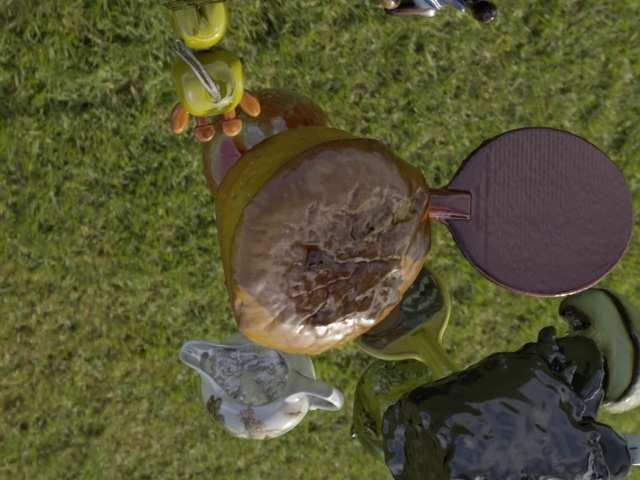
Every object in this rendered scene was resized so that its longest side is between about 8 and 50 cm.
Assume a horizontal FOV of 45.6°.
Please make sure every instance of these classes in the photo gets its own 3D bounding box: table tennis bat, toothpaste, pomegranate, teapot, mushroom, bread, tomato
[{"bbox_3d":[0.181,0.175,1.507,0.224,0.369,0.054,-33,151,-6],"label":"table tennis bat"},{"bbox_3d":[0.540,0.311,1.113,0.218,0.052,0.033,8,138,-12],"label":"toothpaste"},{"bbox_3d":[0.225,0.353,1.591,0.340,0.260,0.260,-6,131,10],"label":"pomegranate"},{"bbox_3d":[0.292,-0.048,1.181,0.414,0.051,0.268,3,85,-8],"label":"table tennis bat"},{"bbox_3d":[-0.101,0.251,1.357,0.298,0.204,0.139,9,150,9],"label":"teapot"},{"bbox_3d":[0.644,0.230,1.651,0.164,0.267,0.189,16,124,-32],"label":"mushroom"},{"bbox_3d":[0.001,-0.005,0.980,0.312,0.172,0.312,-17,128,-24],"label":"bread"},{"bbox_3d":[-0.080,-0.158,1.452,0.222,0.270,0.270,-38,149,-49],"label":"tomato"}]

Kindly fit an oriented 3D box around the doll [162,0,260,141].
[{"bbox_3d":[-0.168,-0.257,1.151,0.143,0.135,0.221,-14,119,-16],"label":"doll"}]

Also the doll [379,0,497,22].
[{"bbox_3d":[0.168,-0.436,1.170,0.318,0.209,0.339,-22,168,36],"label":"doll"}]

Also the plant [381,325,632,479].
[{"bbox_3d":[0.225,0.236,0.923,0.276,0.199,0.188,-12,153,-20],"label":"plant"}]
